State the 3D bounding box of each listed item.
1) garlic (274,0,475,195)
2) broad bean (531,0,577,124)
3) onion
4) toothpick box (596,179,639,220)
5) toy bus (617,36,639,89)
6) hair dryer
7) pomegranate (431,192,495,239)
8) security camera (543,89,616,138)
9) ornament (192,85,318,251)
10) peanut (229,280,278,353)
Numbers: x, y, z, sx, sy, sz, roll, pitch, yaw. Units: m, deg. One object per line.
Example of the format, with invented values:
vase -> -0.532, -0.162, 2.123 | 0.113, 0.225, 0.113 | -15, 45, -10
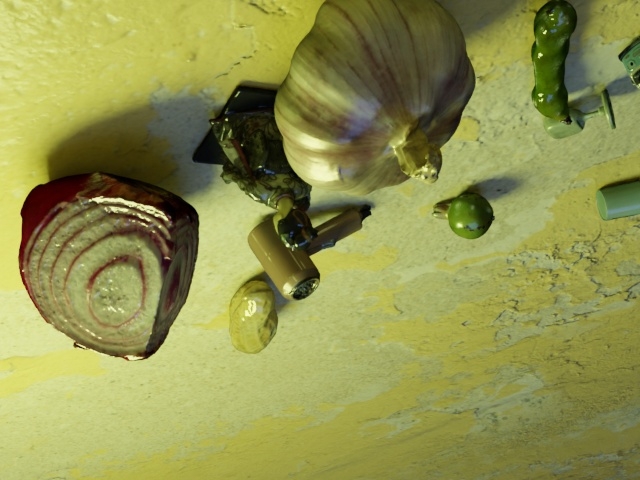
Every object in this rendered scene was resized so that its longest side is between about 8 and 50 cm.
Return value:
garlic -> 0.077, -0.135, 1.252 | 0.245, 0.253, 0.245 | -15, 129, -19
broad bean -> 0.287, -0.217, 1.430 | 0.052, 0.052, 0.256 | -50, 155, -14
onion -> -0.266, 0.018, 1.451 | 0.206, 0.216, 0.207 | 18, -171, 3
toothpick box -> 0.472, -0.062, 1.784 | 0.083, 0.052, 0.052 | -12, 151, -2
toy bus -> 0.444, -0.213, 1.482 | 0.123, 0.075, 0.060 | 12, 141, -40
hair dryer -> 0.000, 0.000, 1.646 | 0.181, 0.117, 0.064 | -28, 153, -16
pomegranate -> 0.213, -0.037, 1.704 | 0.073, 0.073, 0.084 | 16, 175, -42
security camera -> 0.346, -0.166, 1.560 | 0.092, 0.058, 0.058 | -12, 153, 20
ornament -> -0.052, -0.061, 1.403 | 0.166, 0.196, 0.153 | 4, 145, -28
peanut -> -0.104, 0.119, 1.819 | 0.080, 0.080, 0.174 | -8, 148, -12
